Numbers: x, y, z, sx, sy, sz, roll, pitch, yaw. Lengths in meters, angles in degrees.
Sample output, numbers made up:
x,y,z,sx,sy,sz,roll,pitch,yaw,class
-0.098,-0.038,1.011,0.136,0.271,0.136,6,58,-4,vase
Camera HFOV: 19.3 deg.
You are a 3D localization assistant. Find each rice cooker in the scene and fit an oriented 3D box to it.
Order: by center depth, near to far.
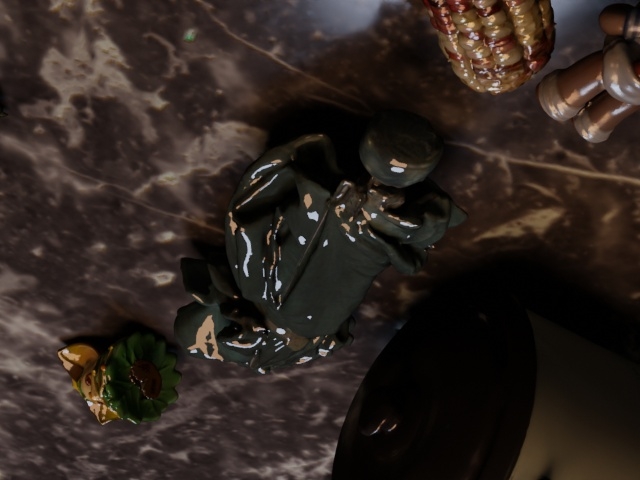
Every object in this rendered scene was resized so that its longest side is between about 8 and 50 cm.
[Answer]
x,y,z,sx,sy,sz,roll,pitch,yaw,class
0.129,0.166,1.390,0.227,0.280,0.241,26,100,-25,rice cooker

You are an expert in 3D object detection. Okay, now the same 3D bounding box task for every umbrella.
x,y,z,sx,sy,sz,roll,pitch,yaw,class
0.002,-0.002,1.322,0.143,0.094,0.349,3,153,-18,umbrella

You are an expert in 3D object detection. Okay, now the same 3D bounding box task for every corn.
x,y,z,sx,sy,sz,roll,pitch,yaw,class
0.077,-0.182,1.078,0.080,0.079,0.237,-6,137,24,corn

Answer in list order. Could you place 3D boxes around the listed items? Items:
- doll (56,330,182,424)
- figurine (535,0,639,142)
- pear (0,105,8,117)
x,y,z,sx,sy,sz,roll,pitch,yaw,class
-0.164,0.110,1.573,0.078,0.077,0.113,60,158,-16,doll
0.206,-0.135,1.078,0.147,0.093,0.197,28,141,-25,figurine
-0.347,-0.048,1.238,0.164,0.255,0.238,-8,144,24,pear
